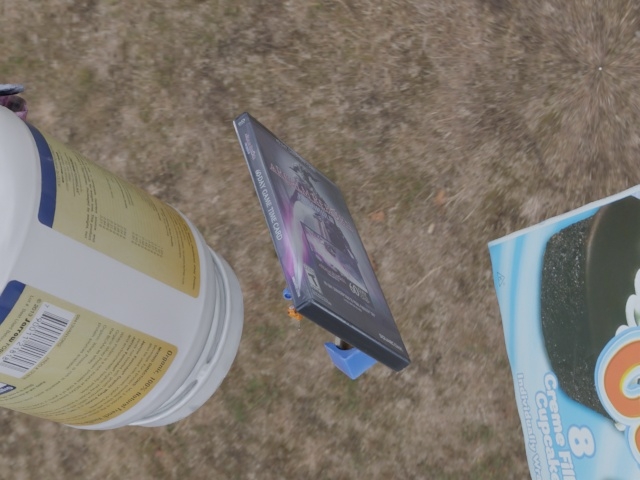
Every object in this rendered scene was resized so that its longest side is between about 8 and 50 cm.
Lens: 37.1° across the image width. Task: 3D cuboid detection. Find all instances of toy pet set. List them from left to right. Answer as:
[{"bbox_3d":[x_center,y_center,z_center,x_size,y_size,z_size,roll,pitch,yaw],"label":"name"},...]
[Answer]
[{"bbox_3d":[0.021,0.116,1.201,0.122,0.065,0.114,-7,133,18],"label":"toy pet set"}]

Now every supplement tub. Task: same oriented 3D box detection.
[{"bbox_3d":[-0.236,0.039,0.843,0.228,0.316,0.228,-14,62,28],"label":"supplement tub"}]

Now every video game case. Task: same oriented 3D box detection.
[{"bbox_3d":[0.000,0.000,1.051,0.026,0.196,0.274,-34,50,18],"label":"video game case"}]

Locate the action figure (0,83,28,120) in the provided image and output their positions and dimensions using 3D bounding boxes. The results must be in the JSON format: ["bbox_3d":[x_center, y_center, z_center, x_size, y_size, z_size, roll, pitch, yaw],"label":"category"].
[{"bbox_3d":[-0.536,-0.056,1.450,0.276,0.248,0.370,0,100,-22],"label":"action figure"}]

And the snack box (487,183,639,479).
[{"bbox_3d":[0.163,0.135,0.361,0.060,0.187,0.322,-5,79,-25],"label":"snack box"}]
